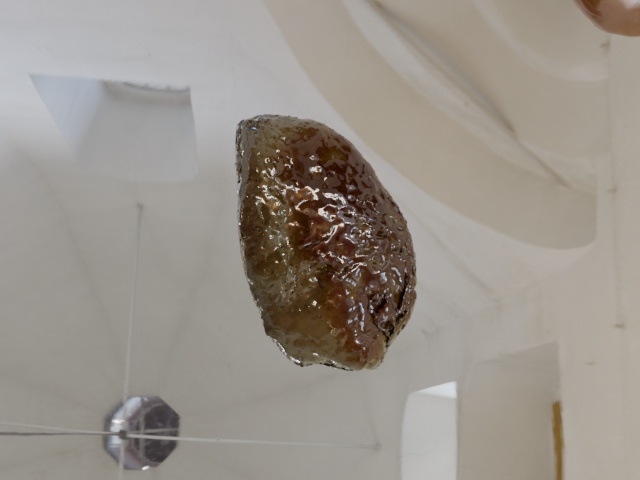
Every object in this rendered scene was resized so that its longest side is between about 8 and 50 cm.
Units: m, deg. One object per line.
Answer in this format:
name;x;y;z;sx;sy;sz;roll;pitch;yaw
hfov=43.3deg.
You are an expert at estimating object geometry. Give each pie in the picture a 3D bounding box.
pie;0.000;0.000;0.554;0.163;0.079;0.193;-38;-75;-54

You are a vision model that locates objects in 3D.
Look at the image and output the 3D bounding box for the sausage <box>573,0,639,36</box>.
sausage;0.110;-0.188;0.260;0.105;0.274;0.105;-14;-134;14
